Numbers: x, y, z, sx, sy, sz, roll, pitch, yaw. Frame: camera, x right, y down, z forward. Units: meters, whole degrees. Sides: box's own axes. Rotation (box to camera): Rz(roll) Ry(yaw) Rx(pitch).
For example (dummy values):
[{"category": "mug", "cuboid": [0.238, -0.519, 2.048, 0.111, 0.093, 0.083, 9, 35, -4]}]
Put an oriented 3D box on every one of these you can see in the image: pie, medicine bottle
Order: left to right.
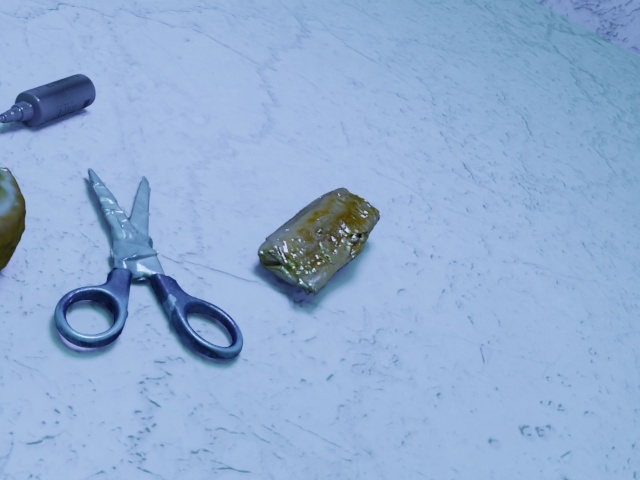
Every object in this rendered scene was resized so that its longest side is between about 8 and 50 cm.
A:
[{"category": "medicine bottle", "cuboid": [-0.436, -0.215, 1.535, 0.057, 0.058, 0.199, 35, 34, 11]}, {"category": "pie", "cuboid": [0.000, 0.000, 1.551, 0.128, 0.068, 0.282, 33, 33, 9]}]

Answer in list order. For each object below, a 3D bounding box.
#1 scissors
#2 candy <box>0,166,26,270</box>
[{"category": "scissors", "cuboid": [-0.255, 0.019, 1.371, 0.256, 0.029, 0.383, 10, 35, -27]}, {"category": "candy", "cuboid": [-0.492, -0.045, 1.201, 0.259, 0.118, 0.260, 22, 32, -15]}]
